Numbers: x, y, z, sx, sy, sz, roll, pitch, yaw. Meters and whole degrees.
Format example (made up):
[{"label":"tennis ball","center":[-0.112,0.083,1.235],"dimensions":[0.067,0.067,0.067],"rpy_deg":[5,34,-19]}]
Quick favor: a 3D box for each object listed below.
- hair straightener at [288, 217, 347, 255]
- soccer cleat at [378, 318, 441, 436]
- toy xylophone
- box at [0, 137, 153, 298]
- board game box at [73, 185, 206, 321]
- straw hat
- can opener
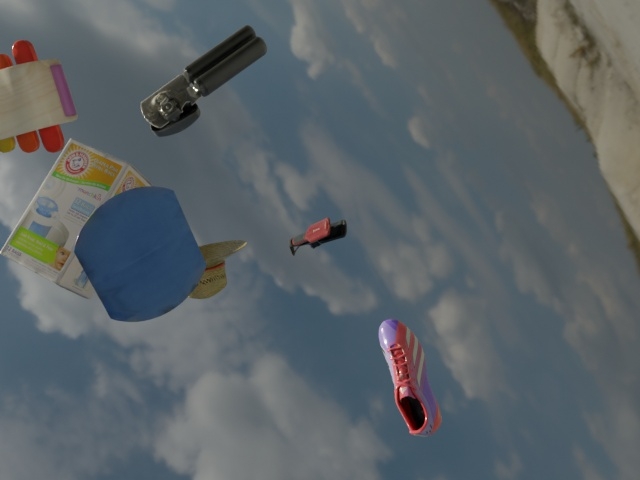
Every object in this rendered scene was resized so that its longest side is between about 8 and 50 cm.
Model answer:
[{"label":"hair straightener","center":[0.000,0.000,1.646],"dimensions":[0.089,0.230,0.047],"rpy_deg":[6,-109,-27]},{"label":"soccer cleat","center":[0.175,0.276,1.493],"dimensions":[0.095,0.083,0.248],"rpy_deg":[8,-120,-61]},{"label":"toy xylophone","center":[-0.610,-0.264,1.336],"dimensions":[0.081,0.323,0.236],"rpy_deg":[-49,-46,-69]},{"label":"box","center":[-0.361,-0.033,1.108],"dimensions":[0.114,0.203,0.103],"rpy_deg":[25,169,16]},{"label":"board game box","center":[-0.217,0.015,0.877],"dimensions":[0.033,0.133,0.168],"rpy_deg":[28,144,50]},{"label":"straw hat","center":[-0.165,0.048,1.013],"dimensions":[0.144,0.144,0.061],"rpy_deg":[-38,-63,-69]},{"label":"can opener","center":[-0.231,-0.314,1.474],"dimensions":[0.076,0.283,0.095],"rpy_deg":[50,172,21]}]
